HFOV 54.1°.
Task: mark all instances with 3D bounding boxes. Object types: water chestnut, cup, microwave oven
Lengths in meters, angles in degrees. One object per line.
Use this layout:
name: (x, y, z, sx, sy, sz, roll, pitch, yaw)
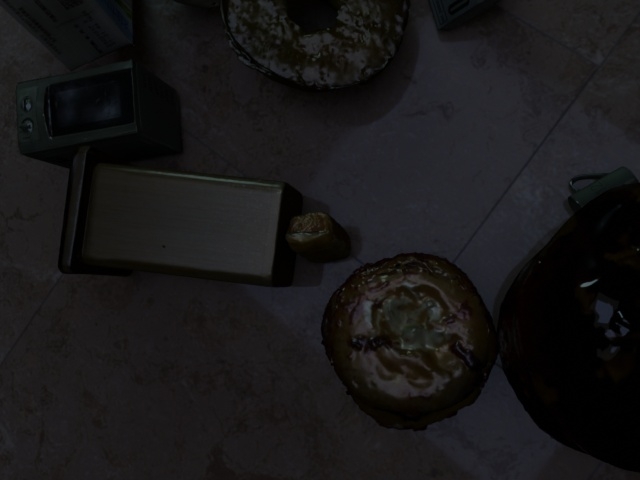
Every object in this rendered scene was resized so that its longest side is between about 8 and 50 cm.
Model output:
water chestnut: (0.383, 0.101, 0.713, 0.335, 0.347, 0.335, 0, 83, 0)
cup: (0.391, -0.064, 0.872, 0.083, 0.075, 0.054, -33, 116, 6)
microwave oven: (-0.350, -0.199, 0.999, 0.204, 0.163, 0.129, -7, 85, 13)

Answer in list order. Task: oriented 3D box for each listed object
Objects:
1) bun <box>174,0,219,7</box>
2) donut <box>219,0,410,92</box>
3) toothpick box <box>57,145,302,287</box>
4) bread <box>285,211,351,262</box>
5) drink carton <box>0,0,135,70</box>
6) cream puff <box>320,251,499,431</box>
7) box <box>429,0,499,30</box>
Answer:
bun: (-0.175, -0.544, 0.918, 0.359, 0.359, 0.211, -43, 55, 8)
donut: (-0.013, -0.336, 0.929, 0.272, 0.107, 0.272, 0, 89, -5)
toothpick box: (-0.196, -0.022, 0.946, 0.308, 0.190, 0.188, 7, 86, 10)
bread: (0.000, 0.000, 0.918, 0.074, 0.132, 0.053, -8, 73, 13)
drink carton: (-0.394, -0.452, 0.961, 0.132, 0.194, 0.325, -19, 59, 13)
cream puff: (0.123, 0.137, 0.863, 0.240, 0.164, 0.240, -2, 73, 6)
box: (0.198, -0.415, 0.916, 0.115, 0.036, 0.178, -21, 82, 43)
